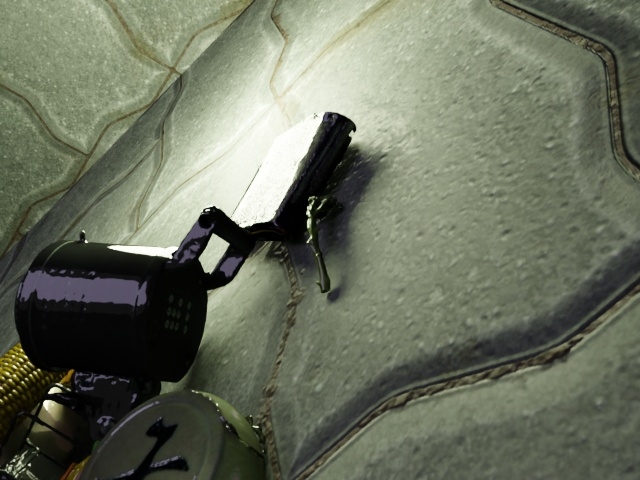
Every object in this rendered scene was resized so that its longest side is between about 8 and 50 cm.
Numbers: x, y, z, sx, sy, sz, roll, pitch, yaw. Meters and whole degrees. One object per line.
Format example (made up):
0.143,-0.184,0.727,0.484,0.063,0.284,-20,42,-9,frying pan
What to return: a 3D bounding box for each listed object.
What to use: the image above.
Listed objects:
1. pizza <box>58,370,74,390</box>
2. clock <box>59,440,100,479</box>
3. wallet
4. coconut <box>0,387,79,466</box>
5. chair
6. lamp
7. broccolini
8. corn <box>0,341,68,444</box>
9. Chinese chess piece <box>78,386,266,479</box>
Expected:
-0.365,0.165,1.282,0.257,0.087,0.268,-15,42,54,pizza
-0.339,0.424,0.897,0.255,0.106,0.220,-38,30,24,clock
-0.061,-0.096,1.179,0.262,0.071,0.221,-3,57,60,wallet
-0.503,0.331,1.192,0.171,0.171,0.183,-44,22,13,coconut
-0.420,0.354,1.047,0.221,0.145,0.140,-56,3,3,chair
-0.309,0.093,1.051,0.272,0.205,0.374,23,83,16,lamp
-0.005,-0.005,0.987,0.054,0.052,0.194,-37,30,32,broccolini
-0.496,0.239,1.103,0.106,0.106,0.305,-23,21,42,corn
-0.172,0.277,0.797,0.237,0.092,0.238,-23,35,18,Chinese chess piece
